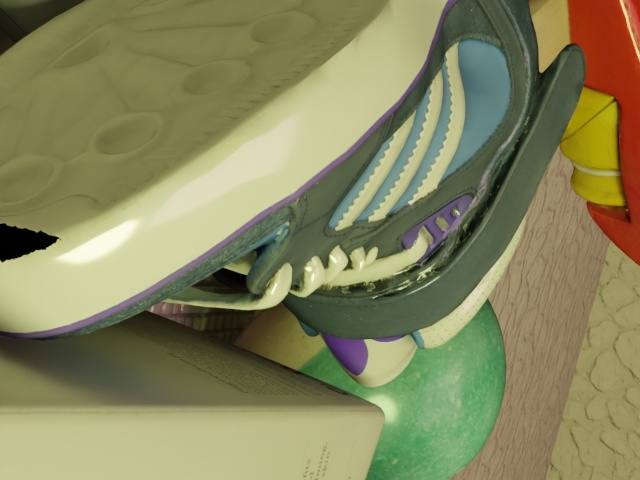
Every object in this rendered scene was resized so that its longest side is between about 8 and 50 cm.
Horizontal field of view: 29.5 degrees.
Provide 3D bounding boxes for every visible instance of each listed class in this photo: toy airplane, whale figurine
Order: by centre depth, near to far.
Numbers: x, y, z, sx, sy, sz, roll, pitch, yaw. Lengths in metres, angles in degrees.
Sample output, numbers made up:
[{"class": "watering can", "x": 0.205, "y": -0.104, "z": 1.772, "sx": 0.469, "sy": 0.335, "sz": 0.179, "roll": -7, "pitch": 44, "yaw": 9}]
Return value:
[{"class": "whale figurine", "x": 0.019, "y": 0.119, "z": 0.773, "sx": 0.216, "sy": 0.141, "sz": 0.272, "roll": -28, "pitch": 157, "yaw": -37}, {"class": "toy airplane", "x": 0.210, "y": -0.168, "z": 0.994, "sx": 0.386, "sy": 0.272, "sz": 0.384, "roll": 11, "pitch": 86, "yaw": -34}]

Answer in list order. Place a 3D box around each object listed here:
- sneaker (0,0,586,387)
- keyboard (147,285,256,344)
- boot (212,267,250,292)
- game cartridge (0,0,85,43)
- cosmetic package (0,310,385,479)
[{"class": "sneaker", "x": 0.000, "y": 0.000, "z": 0.491, "sx": 0.323, "sy": 0.130, "sz": 0.236, "roll": -49, "pitch": 140, "yaw": -42}, {"class": "keyboard", "x": -0.092, "y": 0.060, "z": 0.681, "sx": 0.256, "sy": 0.014, "sz": 0.072, "roll": 7, "pitch": 100, "yaw": -70}, {"class": "boot", "x": 0.037, "y": -0.139, "z": 0.713, "sx": 0.222, "sy": 0.118, "sz": 0.338, "roll": -16, "pitch": 118, "yaw": -60}, {"class": "game cartridge", "x": -0.024, "y": -0.184, "z": 0.527, "sx": 0.297, "sy": 0.062, "sz": 0.198, "roll": -62, "pitch": 146, "yaw": -13}, {"class": "cosmetic package", "x": -0.124, "y": 0.121, "z": 0.425, "sx": 0.365, "sy": 0.155, "sz": 0.197, "roll": 23, "pitch": 87, "yaw": -66}]
